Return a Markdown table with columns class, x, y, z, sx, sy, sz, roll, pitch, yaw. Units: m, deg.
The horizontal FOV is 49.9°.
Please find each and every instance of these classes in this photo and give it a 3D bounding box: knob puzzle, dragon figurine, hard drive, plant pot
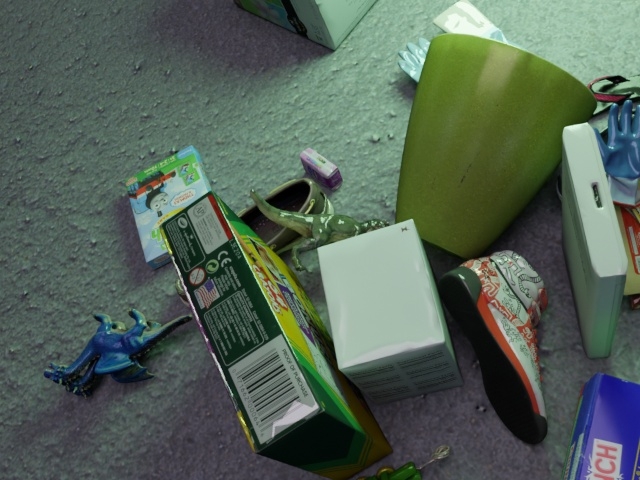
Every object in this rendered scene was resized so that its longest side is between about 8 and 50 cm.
| class | x | y | z | sx | sy | sz | roll | pitch | yaw |
| --- | --- | --- | --- | --- | --- | --- | --- | --- | --- |
| knob puzzle | 0.512 | -0.019 | 0.996 | 0.213 | 0.030 | 0.213 | -1 | 80 | 4 |
| dragon figurine | -0.342 | 0.201 | 1.207 | 0.289 | 0.085 | 0.144 | -6 | 63 | 18 |
| hard drive | 0.357 | 0.015 | 0.917 | 0.040 | 0.307 | 0.203 | -10 | 62 | 15 |
| plant pot | 0.237 | -0.125 | 1.081 | 0.275 | 0.275 | 0.293 | 26 | 92 | 29 |

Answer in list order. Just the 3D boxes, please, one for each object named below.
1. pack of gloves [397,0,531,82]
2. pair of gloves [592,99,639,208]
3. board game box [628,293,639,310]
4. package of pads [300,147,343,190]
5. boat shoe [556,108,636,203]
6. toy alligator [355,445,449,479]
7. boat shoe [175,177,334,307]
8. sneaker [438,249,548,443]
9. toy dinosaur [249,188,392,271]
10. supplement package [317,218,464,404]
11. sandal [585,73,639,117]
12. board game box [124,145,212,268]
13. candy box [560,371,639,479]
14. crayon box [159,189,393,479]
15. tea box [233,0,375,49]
| class | x | y | z | sx | sy | sz | roll | pitch | yaw |
| --- | --- | --- | --- | --- | --- | --- | --- | --- | --- |
| pack of gloves | 0.273 | -0.326 | 1.289 | 0.195 | 0.046 | 0.232 | -37 | 64 | -8 |
| pair of gloves | 0.480 | -0.115 | 0.982 | 0.198 | 0.023 | 0.159 | 9 | 85 | 6 |
| board game box | 0.524 | -0.035 | 1.048 | 0.145 | 0.027 | 0.281 | -9 | 62 | 17 |
| package of pads | 0.001 | -0.132 | 1.273 | 0.032 | 0.050 | 0.083 | -45 | 58 | -12 |
| boat shoe | 0.493 | -0.158 | 1.045 | 0.301 | 0.102 | 0.108 | -30 | 57 | 4 |
| toy alligator | 0.109 | 0.356 | 0.989 | 0.190 | 0.056 | 0.051 | -26 | 100 | 5 |
| boat shoe | -0.130 | 0.002 | 1.224 | 0.324 | 0.096 | 0.116 | -32 | 58 | 2 |
| sneaker | 0.291 | 0.143 | 1.000 | 0.145 | 0.090 | 0.270 | -21 | 80 | -30 |
| toy dinosaur | 0.000 | 0.000 | 1.159 | 0.268 | 0.064 | 0.118 | 12 | 79 | -18 |
| supplement package | 0.107 | 0.113 | 1.020 | 0.149 | 0.203 | 0.194 | -17 | 59 | 11 |
| sandal | 0.492 | -0.254 | 1.162 | 0.179 | 0.040 | 0.067 | -14 | 61 | 13 |
| board game box | -0.288 | -0.068 | 1.352 | 0.160 | 0.039 | 0.211 | -27 | 59 | 5 |
| candy box | 0.446 | 0.334 | 0.805 | 0.317 | 0.122 | 0.268 | 17 | 70 | 13 |
| crayon box | -0.059 | 0.147 | 0.997 | 0.106 | 0.313 | 0.363 | -34 | 58 | 5 |
| tea box | -0.017 | -0.633 | 1.435 | 0.324 | 0.220 | 0.329 | 32 | 78 | 31 |
